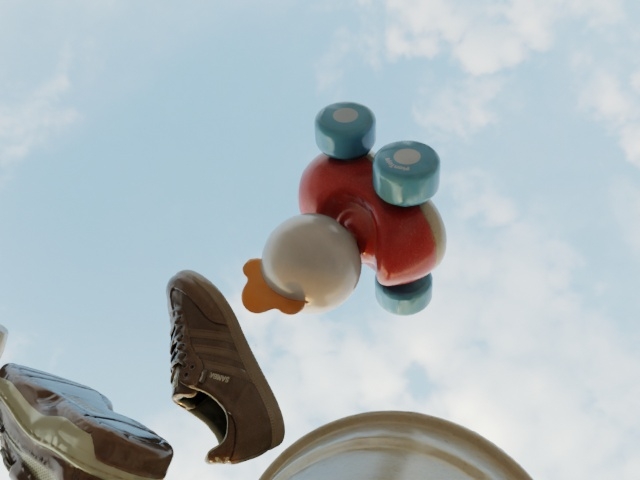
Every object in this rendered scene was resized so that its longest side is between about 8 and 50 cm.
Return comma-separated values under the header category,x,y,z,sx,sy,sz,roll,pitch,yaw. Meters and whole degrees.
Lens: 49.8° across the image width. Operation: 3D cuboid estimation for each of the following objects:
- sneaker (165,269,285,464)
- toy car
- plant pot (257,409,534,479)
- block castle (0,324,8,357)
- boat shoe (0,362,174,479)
category,x,y,z,sx,sy,sz,roll,pitch,yaw
sneaker,-0.102,0.103,0.593,0.071,0.066,0.188,-16,-125,-34
toy car,0.000,0.000,0.796,0.237,0.219,0.210,-28,-132,-24
plant pot,0.033,0.306,0.491,0.333,0.305,0.334,-2,-99,14
block castle,-0.546,0.097,0.638,0.453,0.303,0.213,17,-98,31
boat shoe,-0.203,0.159,0.513,0.095,0.257,0.095,28,-104,-31
